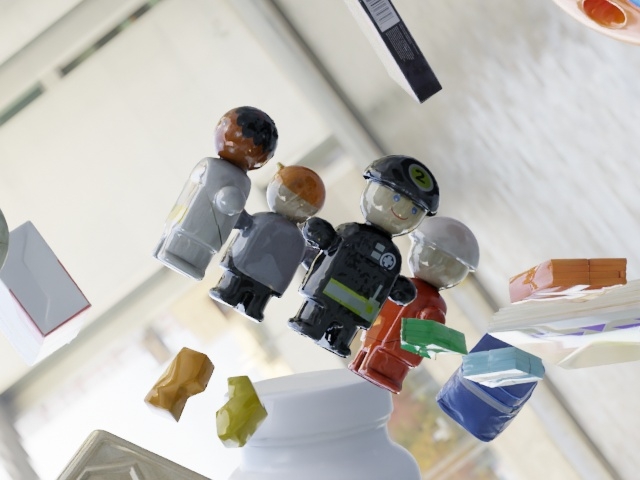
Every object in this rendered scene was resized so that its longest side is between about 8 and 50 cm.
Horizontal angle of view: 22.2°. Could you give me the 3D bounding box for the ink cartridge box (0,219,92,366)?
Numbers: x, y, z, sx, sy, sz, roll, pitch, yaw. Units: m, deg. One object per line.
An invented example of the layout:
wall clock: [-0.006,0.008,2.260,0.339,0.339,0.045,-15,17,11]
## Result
ink cartridge box: [-0.317,0.065,1.765,0.115,0.067,0.198,53,159,4]

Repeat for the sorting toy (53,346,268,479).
sorting toy: [-0.134,0.230,1.286,0.229,0.307,0.041,16,148,37]

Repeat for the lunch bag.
lunch bag: [0.155,0.123,1.438,0.067,0.065,0.098,38,-150,7]

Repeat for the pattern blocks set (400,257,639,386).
pattern blocks set: [0.217,0.050,1.064,0.285,0.325,0.026,35,-129,-61]

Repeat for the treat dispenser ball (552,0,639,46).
treat dispenser ball: [0.276,-0.286,1.231,0.288,0.288,0.288,52,-179,-2]

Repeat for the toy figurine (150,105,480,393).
toy figurine: [0.000,0.000,1.227,0.209,0.148,0.213,26,174,26]

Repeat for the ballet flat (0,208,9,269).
ballet flat: [-0.226,-0.024,0.889,0.086,0.086,0.248,51,170,-28]

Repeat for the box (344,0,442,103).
box: [0.059,-0.193,1.498,0.116,0.029,0.162,57,180,-17]

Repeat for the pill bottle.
pill bottle: [0.011,0.323,1.674,0.210,0.210,0.363,-91,-8,-88]
